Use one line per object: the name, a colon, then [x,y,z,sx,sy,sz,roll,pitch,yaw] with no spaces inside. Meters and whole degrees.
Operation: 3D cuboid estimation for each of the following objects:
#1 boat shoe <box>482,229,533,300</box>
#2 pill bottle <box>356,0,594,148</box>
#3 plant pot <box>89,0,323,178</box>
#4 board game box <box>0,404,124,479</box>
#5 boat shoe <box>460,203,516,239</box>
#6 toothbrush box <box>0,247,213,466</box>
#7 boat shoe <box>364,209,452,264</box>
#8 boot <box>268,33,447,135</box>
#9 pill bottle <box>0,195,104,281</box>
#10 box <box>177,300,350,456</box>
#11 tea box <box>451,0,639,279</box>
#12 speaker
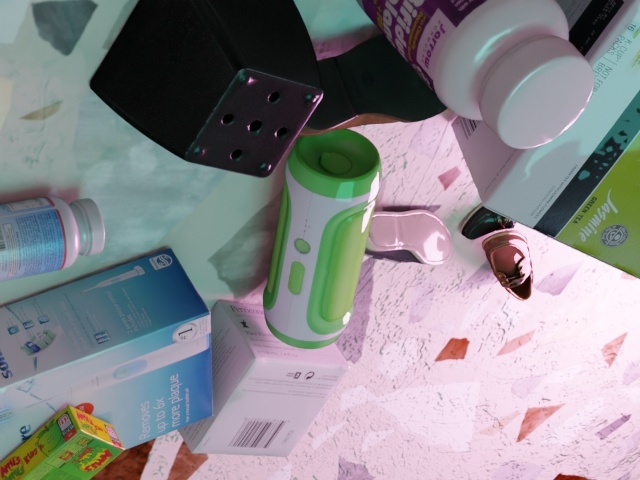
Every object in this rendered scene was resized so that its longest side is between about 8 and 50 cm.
boat shoe: [0.282,0.036,2.388,0.064,0.060,0.178,-20,154,10]
pill bottle: [0.171,-0.242,1.834,0.169,0.301,0.169,-21,140,-19]
plant pot: [-0.109,-0.175,1.801,0.188,0.167,0.187,12,122,-43]
board game box: [-0.340,0.285,2.006,0.181,0.043,0.092,-40,144,10]
boat shoe: [0.262,-0.038,2.339,0.133,0.042,0.049,-29,144,-7]
toothbrush box: [-0.293,0.165,2.052,0.295,0.126,0.216,-18,140,-20]
boat shoe: [0.104,-0.005,2.253,0.065,0.075,0.206,-8,169,40]
boot: [0.039,-0.181,1.990,0.305,0.112,0.115,-14,178,-41]
pill bottle: [-0.333,-0.003,1.873,0.160,0.087,0.087,-11,136,-28]
box: [-0.092,0.193,2.242,0.181,0.119,0.182,9,124,-43]
tea box: [0.402,-0.160,2.088,0.323,0.220,0.329,25,116,-22]
speaker: [0.000,0.000,2.105,0.131,0.131,0.296,-14,137,-26]
